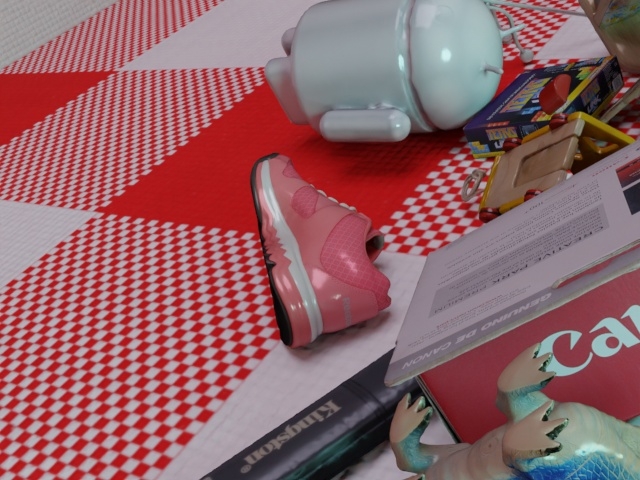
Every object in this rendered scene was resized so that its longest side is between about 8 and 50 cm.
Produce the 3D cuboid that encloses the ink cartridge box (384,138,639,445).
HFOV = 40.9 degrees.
[{"bbox_3d":[0.219,0.031,0.602,0.309,0.130,0.272,-30,8,22],"label":"ink cartridge box"}]

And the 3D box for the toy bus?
[{"bbox_3d":[0.246,-0.055,0.904,0.104,0.191,0.202,24,32,-11],"label":"toy bus"}]

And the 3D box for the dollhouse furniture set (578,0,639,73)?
[{"bbox_3d":[0.570,-0.358,1.020,0.394,0.362,0.256,-22,71,-5],"label":"dollhouse furniture set"}]

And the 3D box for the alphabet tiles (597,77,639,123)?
[{"bbox_3d":[0.405,-0.212,0.991,0.198,0.009,0.237,-41,-5,-23],"label":"alphabet tiles"}]

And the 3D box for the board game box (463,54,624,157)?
[{"bbox_3d":[0.288,-0.172,1.104,0.141,0.048,0.170,1,35,46],"label":"board game box"}]

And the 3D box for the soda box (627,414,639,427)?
[{"bbox_3d":[0.228,0.180,0.551,0.286,0.091,0.098,-36,33,-25],"label":"soda box"}]

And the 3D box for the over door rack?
[{"bbox_3d":[0.345,-0.376,1.383,0.324,0.108,0.239,-5,31,-4],"label":"over door rack"}]

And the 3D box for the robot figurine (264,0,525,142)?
[{"bbox_3d":[0.100,-0.247,1.197,0.353,0.200,0.300,-1,53,31],"label":"robot figurine"}]

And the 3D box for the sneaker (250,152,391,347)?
[{"bbox_3d":[0.000,0.001,0.979,0.136,0.116,0.314,-10,37,-5],"label":"sneaker"}]

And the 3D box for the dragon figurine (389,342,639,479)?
[{"bbox_3d":[0.109,0.151,0.491,0.289,0.144,0.085,-32,27,22],"label":"dragon figurine"}]

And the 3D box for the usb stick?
[{"bbox_3d":[-0.008,0.176,0.737,0.278,0.045,0.077,-31,33,-18],"label":"usb stick"}]
